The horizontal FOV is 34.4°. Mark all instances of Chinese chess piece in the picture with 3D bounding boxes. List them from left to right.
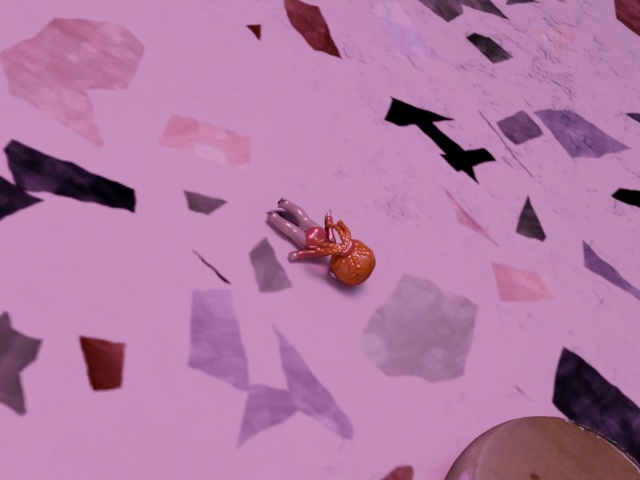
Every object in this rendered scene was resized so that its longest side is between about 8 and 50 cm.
[{"bbox_3d":[0.179,0.226,0.789,0.188,0.083,0.188,15,46,-16],"label":"Chinese chess piece"}]

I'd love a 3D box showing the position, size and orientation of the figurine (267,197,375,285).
[{"bbox_3d":[0.000,0.000,0.929,0.109,0.047,0.064,35,69,13],"label":"figurine"}]
